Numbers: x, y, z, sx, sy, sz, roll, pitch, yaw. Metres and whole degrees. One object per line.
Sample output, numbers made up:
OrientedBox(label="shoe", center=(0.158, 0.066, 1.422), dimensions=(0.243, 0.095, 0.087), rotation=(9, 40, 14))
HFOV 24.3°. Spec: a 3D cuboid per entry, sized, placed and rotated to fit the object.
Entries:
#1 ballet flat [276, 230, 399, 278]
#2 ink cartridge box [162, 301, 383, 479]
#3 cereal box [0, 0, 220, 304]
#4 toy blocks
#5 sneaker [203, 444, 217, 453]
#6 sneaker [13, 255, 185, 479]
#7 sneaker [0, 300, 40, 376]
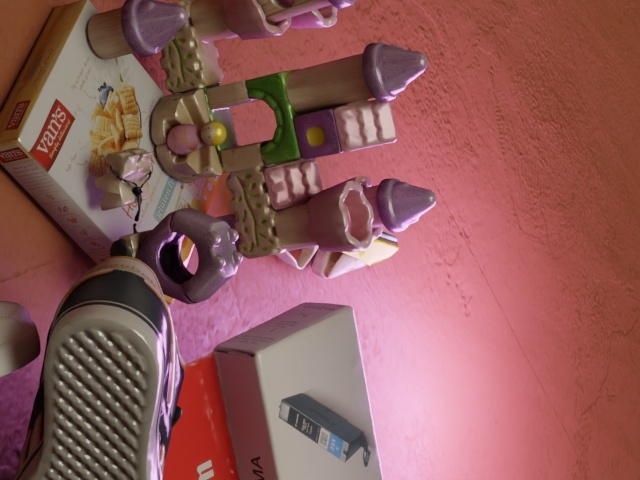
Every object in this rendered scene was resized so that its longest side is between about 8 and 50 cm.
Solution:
OrientedBox(label="ballet flat", center=(0.000, 0.000, 1.637), dimensions=(0.231, 0.077, 0.077), rotation=(24, 87, -51))
OrientedBox(label="ink cartridge box", center=(-0.051, 0.236, 1.354), dimensions=(0.261, 0.066, 0.296), rotation=(-24, 109, -44))
OrientedBox(label="cereal box", center=(-0.189, -0.076, 1.358), dimensions=(0.240, 0.047, 0.173), rotation=(52, 43, -41))
OrientedBox(label="toy blocks", center=(-0.019, -0.116, 1.349), dimensions=(0.309, 0.260, 0.288), rotation=(-19, 98, -61))
OrientedBox(label="sneaker", center=(-0.090, 0.276, 1.435), dimensions=(0.286, 0.109, 0.130), rotation=(29, 68, -42))
OrientedBox(label="sneaker", center=(-0.177, 0.160, 1.203), dimensions=(0.127, 0.126, 0.321), rotation=(-82, -171, -59))
OrientedBox(label="sneaker", center=(-0.321, 0.029, 1.083), dimensions=(0.292, 0.108, 0.169), rotation=(-9, 97, -57))
